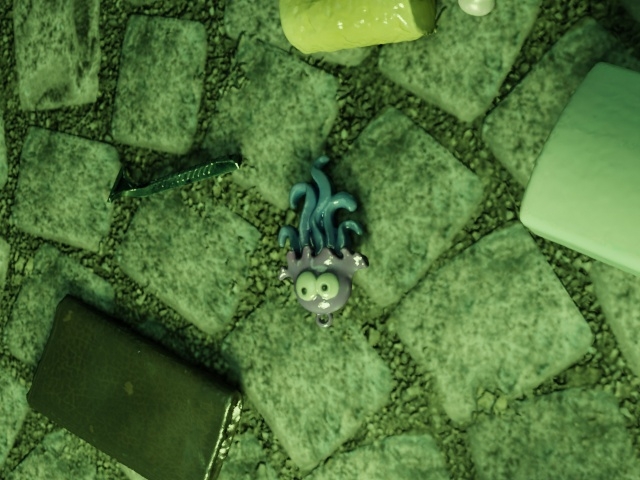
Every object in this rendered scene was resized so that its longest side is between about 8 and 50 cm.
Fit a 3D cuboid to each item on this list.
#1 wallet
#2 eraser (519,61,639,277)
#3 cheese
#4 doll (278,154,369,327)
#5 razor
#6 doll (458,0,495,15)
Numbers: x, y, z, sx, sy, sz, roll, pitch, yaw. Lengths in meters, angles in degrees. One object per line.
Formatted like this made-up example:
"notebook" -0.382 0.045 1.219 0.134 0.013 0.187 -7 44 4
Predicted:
"wallet" -0.248 0.206 1.426 0.321 0.044 0.171 24 102 29
"eraser" 0.352 -0.044 1.022 0.290 0.104 0.189 27 93 38
"cheese" 0.042 -0.278 1.225 0.167 0.094 0.123 0 93 28
"doll" 0.000 0.000 1.276 0.109 0.067 0.206 -8 77 19
"razor" -0.183 -0.082 1.392 0.190 0.033 0.066 -11 45 25
"doll" 0.208 -0.361 1.008 0.240 0.310 0.284 14 77 -8
